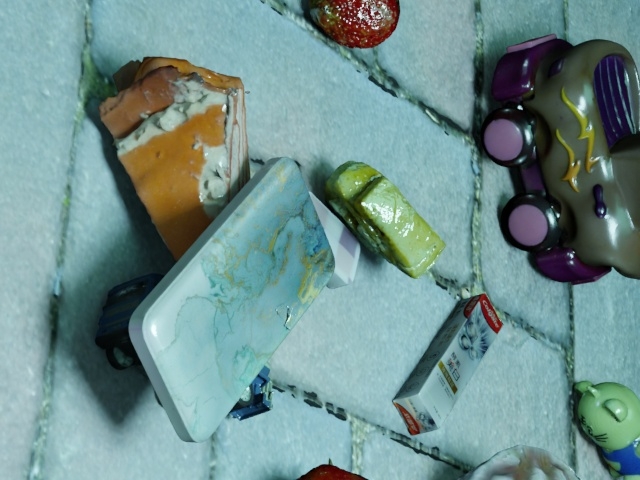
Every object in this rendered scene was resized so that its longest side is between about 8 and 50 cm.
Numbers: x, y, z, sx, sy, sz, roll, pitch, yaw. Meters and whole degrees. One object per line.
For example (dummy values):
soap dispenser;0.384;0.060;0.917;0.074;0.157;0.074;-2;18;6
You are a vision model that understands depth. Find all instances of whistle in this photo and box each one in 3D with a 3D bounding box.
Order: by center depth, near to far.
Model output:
whistle;0.407;0.265;2.229;0.085;0.105;0.227;-42;117;-7

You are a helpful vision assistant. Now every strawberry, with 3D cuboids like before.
strawberry;0.037;-0.263;1.944;0.106;0.106;0.106;24;59;-47

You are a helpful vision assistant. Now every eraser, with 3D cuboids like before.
eraser;0.000;0.000;1.846;0.105;0.026;0.065;44;43;-35

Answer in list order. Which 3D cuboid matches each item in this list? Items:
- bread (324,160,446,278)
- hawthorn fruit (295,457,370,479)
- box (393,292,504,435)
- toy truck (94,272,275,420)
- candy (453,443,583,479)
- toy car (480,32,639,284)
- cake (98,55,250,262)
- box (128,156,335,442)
bread;0.066;-0.023;1.875;0.156;0.117;0.064;44;81;-27
hawthorn fruit;0.011;0.289;1.663;0.148;0.148;0.172;39;29;-38
box;0.151;0.142;1.980;0.055;0.040;0.218;59;38;-17
toy truck;-0.120;0.108;1.607;0.202;0.074;0.088;41;43;-37
candy;0.220;0.378;1.874;0.214;0.157;0.289;4;68;-22
toy car;0.375;-0.113;2.205;0.271;0.240;0.340;-27;102;-55
cake;-0.105;-0.047;1.636;0.098;0.135;0.287;-71;140;-77
box;-0.076;0.050;1.570;0.285;0.044;0.142;-52;127;-44
